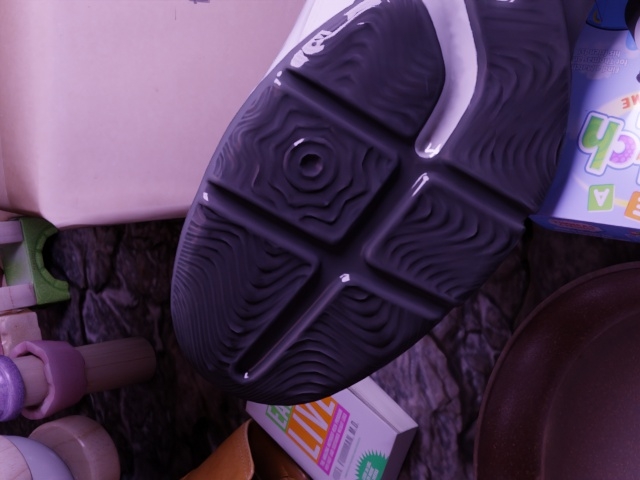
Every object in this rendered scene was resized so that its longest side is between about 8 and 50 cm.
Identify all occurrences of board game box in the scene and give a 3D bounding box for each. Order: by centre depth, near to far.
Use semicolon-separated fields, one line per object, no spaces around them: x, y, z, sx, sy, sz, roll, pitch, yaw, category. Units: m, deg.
0.213;-0.099;0.863;0.160;0.039;0.211;9;80;36;board game box

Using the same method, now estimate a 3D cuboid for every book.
0.006;0.135;1.197;0.144;0.035;0.096;40;127;33;book

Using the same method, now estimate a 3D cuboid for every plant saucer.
0.225;0.164;0.957;0.310;0.050;0.310;9;102;46;plant saucer

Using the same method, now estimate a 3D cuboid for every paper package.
-0.107;-0.184;1.059;0.168;0.309;0.325;10;102;48;paper package

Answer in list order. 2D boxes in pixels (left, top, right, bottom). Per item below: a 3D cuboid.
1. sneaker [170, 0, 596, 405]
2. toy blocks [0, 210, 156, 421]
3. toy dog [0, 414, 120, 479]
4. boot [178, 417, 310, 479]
0.050;-0.122;0.953;0.447;0.169;0.257;-60;14;5;sneaker
-0.348;0.036;1.382;0.309;0.260;0.288;-15;86;46;toy blocks
-0.304;0.245;1.295;0.334;0.220;0.161;-18;82;52;toy dog
-0.108;0.222;1.296;0.211;0.104;0.295;-58;45;18;boot
